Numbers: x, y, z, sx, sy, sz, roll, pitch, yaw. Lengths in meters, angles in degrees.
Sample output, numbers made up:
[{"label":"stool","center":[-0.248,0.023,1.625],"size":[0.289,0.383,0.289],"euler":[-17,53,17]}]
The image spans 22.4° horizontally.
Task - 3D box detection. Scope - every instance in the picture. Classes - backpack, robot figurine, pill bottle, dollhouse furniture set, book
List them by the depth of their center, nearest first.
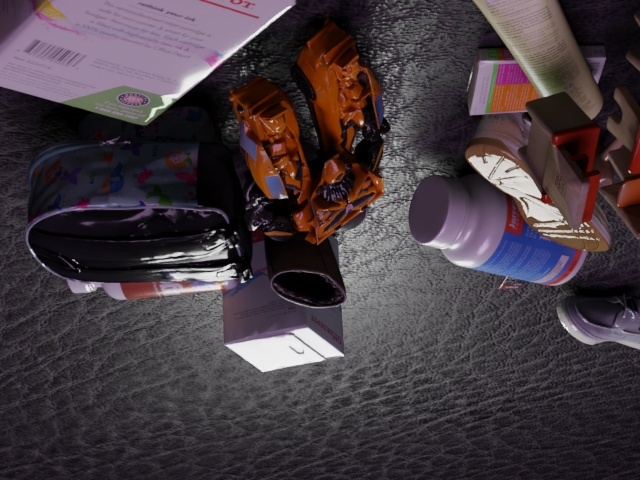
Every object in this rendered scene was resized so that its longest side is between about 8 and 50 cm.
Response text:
[{"label":"dollhouse furniture set","center":[0.358,-0.107,1.750],"size":[0.259,0.135,0.262],"euler":[-15,138,-17]},{"label":"robot figurine","center":[-0.005,-0.104,1.825],"size":[0.211,0.085,0.291],"euler":[-38,147,-13]},{"label":"book","center":[0.246,-0.185,1.847],"size":[0.144,0.035,0.096],"euler":[-2,150,-5]},{"label":"backpack","center":[-0.218,-0.043,1.896],"size":[0.253,0.191,0.225],"euler":[-8,154,4]},{"label":"pill bottle","center":[0.229,-0.018,2.087],"size":[0.221,0.124,0.124],"euler":[11,151,-31]},{"label":"pill bottle","center":[-0.219,0.014,2.098],"size":[0.216,0.121,0.121],"euler":[-6,155,5]}]

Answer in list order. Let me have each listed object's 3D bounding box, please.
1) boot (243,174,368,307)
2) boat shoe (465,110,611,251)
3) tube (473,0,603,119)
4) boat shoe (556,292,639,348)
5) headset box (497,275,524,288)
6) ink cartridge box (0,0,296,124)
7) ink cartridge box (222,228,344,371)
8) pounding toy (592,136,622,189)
[{"label":"boot","center":[0.000,0.002,1.998],"size":[0.190,0.208,0.076],"euler":[7,119,-25]},{"label":"boat shoe","center":[0.282,-0.080,1.971],"size":[0.098,0.096,0.277],"euler":[0,151,40]},{"label":"tube","center":[0.237,-0.218,1.738],"size":[0.070,0.062,0.240],"euler":[-47,134,-7]},{"label":"boat shoe","center":[0.458,0.112,2.462],"size":[0.227,0.079,0.081],"euler":[11,142,-38]},{"label":"headset box","center":[0.270,0.027,2.260],"size":[0.032,0.062,0.083],"euler":[2,155,-11]},{"label":"ink cartridge box","center":[-0.164,-0.255,1.543],"size":[0.207,0.119,0.353],"euler":[14,150,-35]},{"label":"ink cartridge box","center":[-0.052,0.070,2.173],"size":[0.127,0.176,0.128],"euler":[-14,152,20]},{"label":"pounding toy","center":[0.449,-0.083,1.946],"size":[0.269,0.154,0.155],"euler":[-16,152,23]}]
